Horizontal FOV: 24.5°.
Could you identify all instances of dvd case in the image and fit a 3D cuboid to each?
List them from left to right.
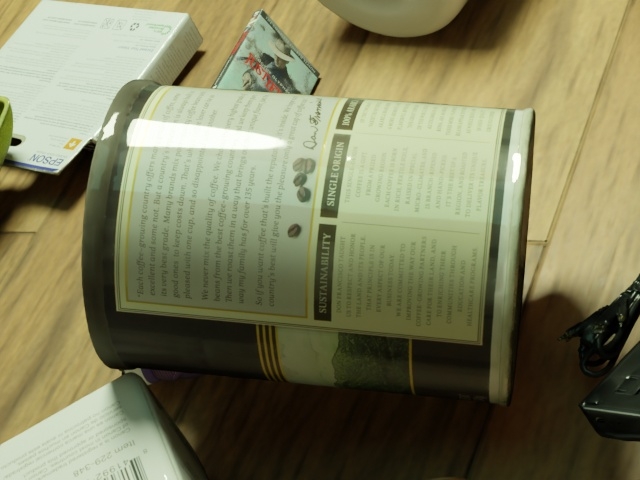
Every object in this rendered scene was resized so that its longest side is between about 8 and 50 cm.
[{"bbox_3d":[-0.050,-0.138,1.317,0.013,0.087,0.119,-17,36,42],"label":"dvd case"}]

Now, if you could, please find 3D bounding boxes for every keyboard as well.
[{"bbox_3d":[0.280,0.024,0.959,0.317,0.033,0.201,-39,21,-27],"label":"keyboard"}]

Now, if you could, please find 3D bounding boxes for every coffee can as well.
[{"bbox_3d":[0.000,0.000,0.999,0.275,0.201,0.201,5,48,10],"label":"coffee can"}]

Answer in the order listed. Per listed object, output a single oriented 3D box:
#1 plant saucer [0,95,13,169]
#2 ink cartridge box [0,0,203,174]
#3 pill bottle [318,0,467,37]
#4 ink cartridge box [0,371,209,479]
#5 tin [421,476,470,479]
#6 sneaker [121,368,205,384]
[{"bbox_3d":[-0.374,-0.050,1.396,0.188,0.045,0.188,11,76,36],"label":"plant saucer"},{"bbox_3d":[-0.260,-0.146,1.469,0.223,0.045,0.224,13,56,38],"label":"ink cartridge box"},{"bbox_3d":[0.117,-0.363,1.383,0.188,0.188,0.334,8,51,35],"label":"pill bottle"},{"bbox_3d":[-0.149,0.262,0.916,0.226,0.131,0.306,-28,42,-2],"label":"ink cartridge box"},{"bbox_3d":[0.107,0.209,0.905,0.189,0.040,0.106,12,50,37],"label":"tin"},{"bbox_3d":[-0.086,-0.005,1.202,0.124,0.107,0.283,-6,51,10],"label":"sneaker"}]
